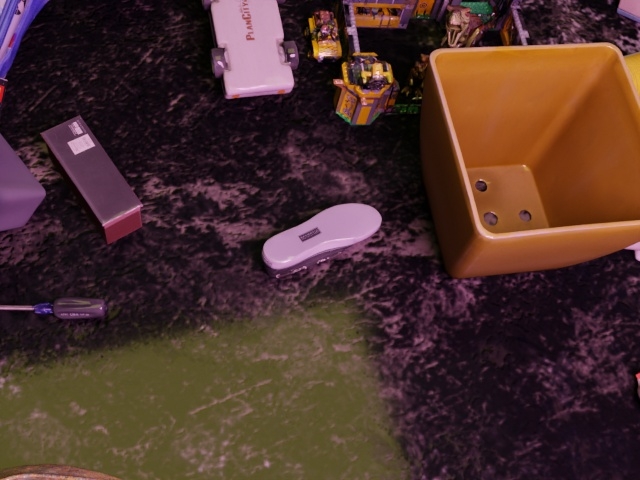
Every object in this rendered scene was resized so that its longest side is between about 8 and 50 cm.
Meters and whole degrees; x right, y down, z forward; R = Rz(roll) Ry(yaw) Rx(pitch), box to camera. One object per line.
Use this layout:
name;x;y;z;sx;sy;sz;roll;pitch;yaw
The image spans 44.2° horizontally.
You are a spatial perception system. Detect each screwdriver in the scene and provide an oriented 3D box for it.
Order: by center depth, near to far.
screwdriver;-0.300;0.069;0.790;0.169;0.025;0.024;-1;65;-1

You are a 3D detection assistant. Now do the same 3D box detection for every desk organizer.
desk organizer;-0.243;-0.064;0.842;0.047;0.050;0.130;-31;73;-22

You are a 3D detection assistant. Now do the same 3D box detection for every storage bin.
storage bin;-0.354;-0.060;0.799;0.135;0.098;0.091;48;22;15

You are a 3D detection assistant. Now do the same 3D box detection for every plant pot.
plant pot;0.213;-0.066;0.844;0.212;0.187;0.212;-5;66;-12

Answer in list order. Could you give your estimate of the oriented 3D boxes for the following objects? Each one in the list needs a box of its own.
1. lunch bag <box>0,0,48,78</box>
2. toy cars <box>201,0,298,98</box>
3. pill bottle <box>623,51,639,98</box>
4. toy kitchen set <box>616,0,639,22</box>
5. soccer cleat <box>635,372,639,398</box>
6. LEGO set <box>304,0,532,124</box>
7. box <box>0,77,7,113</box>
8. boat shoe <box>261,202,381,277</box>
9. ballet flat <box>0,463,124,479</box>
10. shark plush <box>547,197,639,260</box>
lunch bag;-0.433;-0.273;0.857;0.243;0.115;0.303;17;71;-10
toy cars;-0.170;-0.308;0.960;0.393;0.087;0.176;39;69;6
pill bottle;0.402;-0.208;1.015;0.116;0.065;0.065;-18;68;-17
toy kitchen set;0.545;-0.321;1.088;0.207;0.122;0.166;35;62;31
soccer cleat;0.434;0.144;0.851;0.196;0.068;0.076;-22;74;-12
LEGO set;0.156;-0.276;0.934;0.331;0.192;0.255;5;63;-7
box;-0.390;-0.052;0.731;0.159;0.044;0.233;13;92;17
boat shoe;0.000;0.000;0.858;0.142;0.040;0.049;-20;60;-19
ballet flat;-0.186;0.249;0.662;0.348;0.123;0.123;7;63;-6
shark plush;0.353;-0.019;0.938;0.161;0.073;0.067;4;41;15
